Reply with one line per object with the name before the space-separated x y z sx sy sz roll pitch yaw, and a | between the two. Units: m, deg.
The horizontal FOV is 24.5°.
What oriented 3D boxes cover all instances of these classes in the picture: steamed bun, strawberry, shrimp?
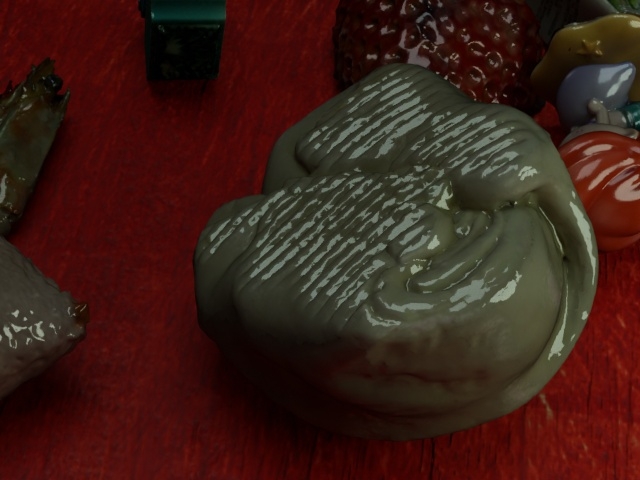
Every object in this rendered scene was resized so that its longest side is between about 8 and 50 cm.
steamed bun | 0.082 0.037 1.344 0.342 0.255 0.368 -41 32 -11
strawberry | 0.114 -0.225 1.657 0.253 0.150 0.280 39 53 24
shrimp | -0.351 -0.095 1.550 0.154 0.062 0.294 14 49 15

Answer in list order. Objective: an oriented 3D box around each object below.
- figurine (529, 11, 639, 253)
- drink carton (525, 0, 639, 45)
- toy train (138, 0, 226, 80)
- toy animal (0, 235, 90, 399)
figurine | 0.316 -0.095 1.539 0.181 0.208 0.257 -25 40 31
drink carton | 0.331 -0.332 1.788 0.194 0.132 0.324 -23 55 -25
toy train | -0.154 -0.266 1.645 0.107 0.198 0.154 -1 63 -9
toy animal | -0.388 0.063 1.314 0.358 0.188 0.226 -3 54 -9
